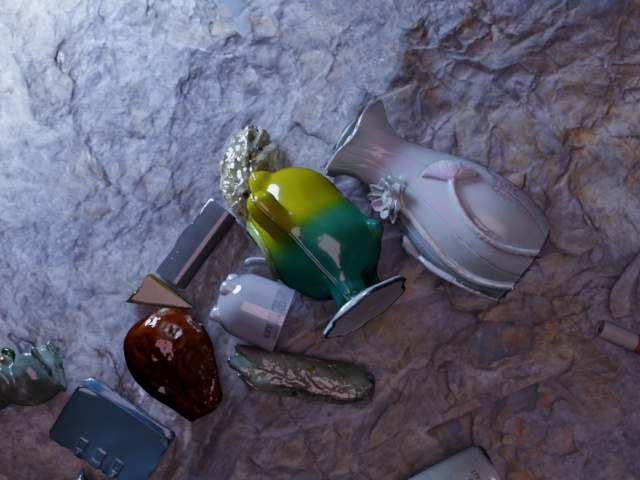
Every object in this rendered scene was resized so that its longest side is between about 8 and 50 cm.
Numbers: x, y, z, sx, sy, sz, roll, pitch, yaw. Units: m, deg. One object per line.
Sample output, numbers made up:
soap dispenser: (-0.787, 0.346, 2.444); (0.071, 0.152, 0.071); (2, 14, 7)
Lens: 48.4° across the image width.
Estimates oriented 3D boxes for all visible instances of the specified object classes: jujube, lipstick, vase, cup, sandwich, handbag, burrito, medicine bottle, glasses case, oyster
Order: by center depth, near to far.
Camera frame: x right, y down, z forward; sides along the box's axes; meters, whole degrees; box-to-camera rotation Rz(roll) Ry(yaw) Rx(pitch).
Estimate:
jujube: (-0.279, 0.246, 1.396); (0.168, 0.168, 0.236); (-31, 99, -5)
medicine bottle: (0.233, 0.524, 1.411); (0.258, 0.143, 0.143); (-25, 88, -5)
vase: (0.226, -0.087, 1.420); (0.445, 0.250, 0.250); (36, 85, 4)
cup: (-0.129, 0.116, 1.425); (0.142, 0.134, 0.173); (22, 86, 0)
handbag: (-0.419, 0.391, 1.428); (0.221, 0.057, 0.144); (34, 91, -2)
sandwich: (-0.322, 0.130, 1.442); (0.116, 0.074, 0.074); (38, 83, -1)
burrito: (-0.038, 0.278, 1.452); (0.309, 0.066, 0.096); (12, 80, -3)
glasses case: (-0.257, 0.007, 1.473); (0.072, 0.042, 0.191); (35, 84, 7)
oyster: (-0.153, -0.141, 1.474); (0.133, 0.072, 0.209); (27, 83, -4)
lipstick: (0.652, 0.211, 1.510); (0.130, 0.038, 0.038); (23, 85, -1)

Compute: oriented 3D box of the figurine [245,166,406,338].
figurine: (0.000, 0.000, 1.376); (0.231, 0.323, 0.340); (-44, 71, 18)

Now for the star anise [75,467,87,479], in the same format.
star anise: (-0.474, 0.613, 1.376); (0.331, 0.117, 0.332); (0, 91, -4)

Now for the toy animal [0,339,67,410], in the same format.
toy animal: (-0.620, 0.292, 1.395); (0.236, 0.108, 0.138); (-34, 89, -5)
